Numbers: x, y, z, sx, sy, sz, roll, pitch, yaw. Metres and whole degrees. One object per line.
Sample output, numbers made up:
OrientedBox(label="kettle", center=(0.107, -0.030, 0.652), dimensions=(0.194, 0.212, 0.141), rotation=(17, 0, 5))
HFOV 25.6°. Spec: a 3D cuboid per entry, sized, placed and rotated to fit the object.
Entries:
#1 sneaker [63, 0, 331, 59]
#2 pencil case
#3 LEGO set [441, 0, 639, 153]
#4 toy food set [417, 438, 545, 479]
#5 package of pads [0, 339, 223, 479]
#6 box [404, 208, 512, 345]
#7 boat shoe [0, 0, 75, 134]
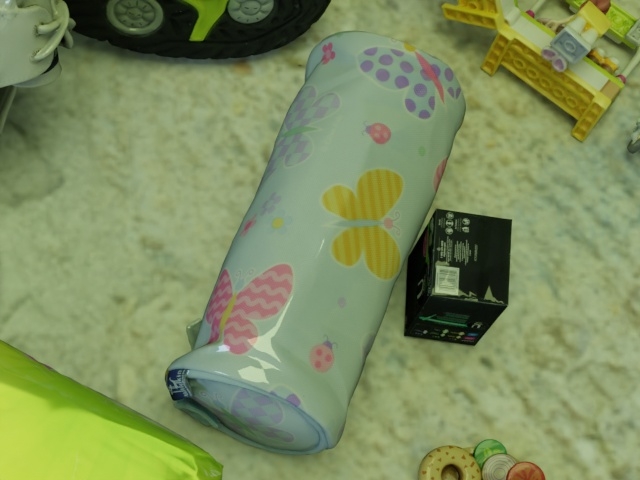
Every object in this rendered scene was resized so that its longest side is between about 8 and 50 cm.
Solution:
OrientedBox(label="sneaker", center=(-0.172, -0.234, 0.950), dimensions=(0.385, 0.145, 0.147), rotation=(13, 48, -12))
OrientedBox(label="pencil case", center=(0.000, 0.000, 0.892), dimensions=(0.113, 0.124, 0.273), rotation=(33, 66, -21))
OrientedBox(label="LEGO set", center=(0.163, -0.188, 0.983), dimensions=(0.287, 0.132, 0.107), rotation=(48, 62, -12))
OrientedBox(label="toy food set", center=(0.104, 0.168, 0.890), dimensions=(0.082, 0.020, 0.083), rotation=(-4, 69, -10))
OrientedBox(label="package of pads", center=(-0.227, 0.160, 0.800), dimensions=(0.296, 0.101, 0.229), rotation=(26, 67, 2))
OrientedBox(label="box", center=(0.088, 0.025, 0.910), dimensions=(0.052, 0.083, 0.062), rotation=(8, 68, -5))
OrientedBox(label="boat shoe", center=(-0.194, -0.128, 0.852), dimensions=(0.088, 0.267, 0.096), rotation=(33, 28, -5))
